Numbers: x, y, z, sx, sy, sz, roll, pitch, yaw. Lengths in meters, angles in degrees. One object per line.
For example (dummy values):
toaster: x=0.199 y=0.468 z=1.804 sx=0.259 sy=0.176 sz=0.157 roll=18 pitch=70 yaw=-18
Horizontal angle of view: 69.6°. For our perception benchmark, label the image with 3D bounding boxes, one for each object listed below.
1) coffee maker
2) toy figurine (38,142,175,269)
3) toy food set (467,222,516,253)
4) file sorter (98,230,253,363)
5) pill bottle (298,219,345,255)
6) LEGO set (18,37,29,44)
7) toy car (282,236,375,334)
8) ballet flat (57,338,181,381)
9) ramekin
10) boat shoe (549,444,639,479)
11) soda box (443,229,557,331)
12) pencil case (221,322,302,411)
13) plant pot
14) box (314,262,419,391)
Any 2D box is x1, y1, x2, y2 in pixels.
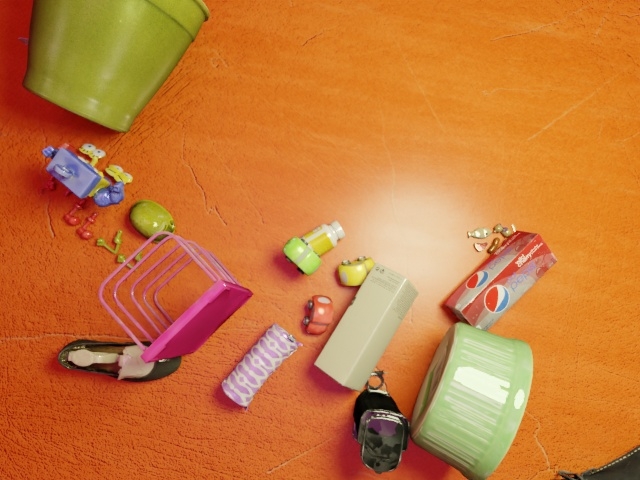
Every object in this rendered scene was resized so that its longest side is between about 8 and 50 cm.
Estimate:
coffee maker: x=0.123 y=0.392 z=1.012 sx=0.120 sy=0.178 sz=0.172 roll=-14 pitch=82 yaw=-3
toy figurine: x=-0.539 y=-0.103 z=1.064 sx=0.362 sy=0.217 sz=0.191 roll=41 pitch=84 yaw=6
toy food set: x=0.435 y=-0.002 z=1.146 sx=0.122 sy=0.019 sz=0.078 roll=-14 pitch=82 yaw=-2
file sorter: x=-0.302 y=0.116 z=0.999 sx=0.202 sy=0.291 sz=0.182 roll=-44 pitch=81 yaw=-5
pill bottle: x=0.000 y=0.000 z=1.124 sx=0.116 sy=0.065 sz=0.065 roll=-31 pitch=83 yaw=-3
LEGO set: x=-0.655 y=-0.544 z=1.207 sx=0.182 sy=0.060 sz=0.245 roll=28 pitch=83 yaw=8
toy car: x=0.002 y=0.084 z=1.076 sx=0.239 sy=0.053 sz=0.225 roll=-47 pitch=110 yaw=-6
ballet flat: x=-0.472 y=0.282 z=1.071 sx=0.280 sy=0.096 sz=0.096 roll=2 pitch=81 yaw=0
ramekin: x=0.303 y=0.323 z=0.968 sx=0.148 sy=0.303 sz=0.304 roll=23 pitch=83 yaw=11
boat shoe: x=0.588 y=0.580 z=0.986 sx=0.500 sy=0.187 sz=0.156 roll=-39 pitch=90 yaw=0
soda box: x=0.424 y=0.097 z=1.090 sx=0.263 sy=0.083 sz=0.092 roll=-43 pitch=104 yaw=-6
pencil case: x=-0.138 y=0.291 z=1.079 sx=0.206 sy=0.086 sz=0.088 roll=-47 pitch=112 yaw=-4
plant pot: x=-0.499 y=-0.457 z=1.071 sx=0.366 sy=0.366 sz=0.353 roll=25 pitch=95 yaw=4
box: x=0.110 y=0.200 z=1.061 sx=0.094 sy=0.113 sz=0.275 roll=28 pitch=81 yaw=36
